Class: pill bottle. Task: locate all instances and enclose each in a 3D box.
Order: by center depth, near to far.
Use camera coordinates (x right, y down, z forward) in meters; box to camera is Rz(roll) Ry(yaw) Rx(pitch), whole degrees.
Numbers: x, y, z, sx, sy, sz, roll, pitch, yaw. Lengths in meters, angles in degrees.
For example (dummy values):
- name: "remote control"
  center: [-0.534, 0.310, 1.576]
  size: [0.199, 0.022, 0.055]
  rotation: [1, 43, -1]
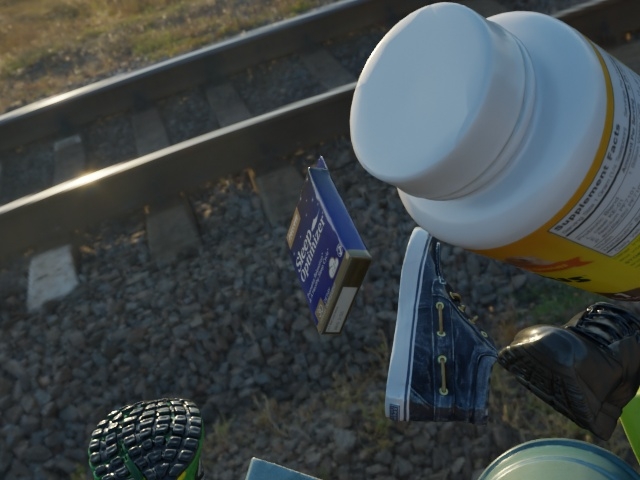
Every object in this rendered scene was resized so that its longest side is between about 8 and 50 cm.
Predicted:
- name: "pill bottle"
  center: [0.121, -0.041, 0.399]
  size: [0.215, 0.117, 0.117]
  rotation: [17, 5, -38]

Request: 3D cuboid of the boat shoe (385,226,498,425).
- name: "boat shoe"
  center: [0.106, 0.071, 0.645]
  size: [0.083, 0.065, 0.183]
  rotation: [6, 55, 9]

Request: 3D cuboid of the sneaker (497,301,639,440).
- name: "sneaker"
  center: [0.263, 0.112, 0.757]
  size: [0.109, 0.286, 0.130]
  rotation: [37, 92, 29]

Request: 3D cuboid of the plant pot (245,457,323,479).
- name: "plant pot"
  center: [0.002, 0.499, 1.097]
  size: [0.247, 0.248, 0.252]
  rotation: [6, 60, 35]

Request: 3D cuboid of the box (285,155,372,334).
- name: "box"
  center: [0.000, 0.000, 1.030]
  size: [0.037, 0.136, 0.225]
  rotation: [3, 38, -22]

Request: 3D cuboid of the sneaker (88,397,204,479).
- name: "sneaker"
  center: [-0.193, 0.318, 0.880]
  size: [0.134, 0.146, 0.343]
  rotation: [-7, 34, -6]

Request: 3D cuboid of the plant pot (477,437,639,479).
- name: "plant pot"
  center: [0.358, 0.496, 1.156]
  size: [0.341, 0.341, 0.334]
  rotation: [-6, -7, 20]

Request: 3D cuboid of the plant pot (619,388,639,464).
- name: "plant pot"
  center: [0.672, 0.310, 1.269]
  size: [0.228, 0.227, 0.207]
  rotation: [-16, -13, -33]
